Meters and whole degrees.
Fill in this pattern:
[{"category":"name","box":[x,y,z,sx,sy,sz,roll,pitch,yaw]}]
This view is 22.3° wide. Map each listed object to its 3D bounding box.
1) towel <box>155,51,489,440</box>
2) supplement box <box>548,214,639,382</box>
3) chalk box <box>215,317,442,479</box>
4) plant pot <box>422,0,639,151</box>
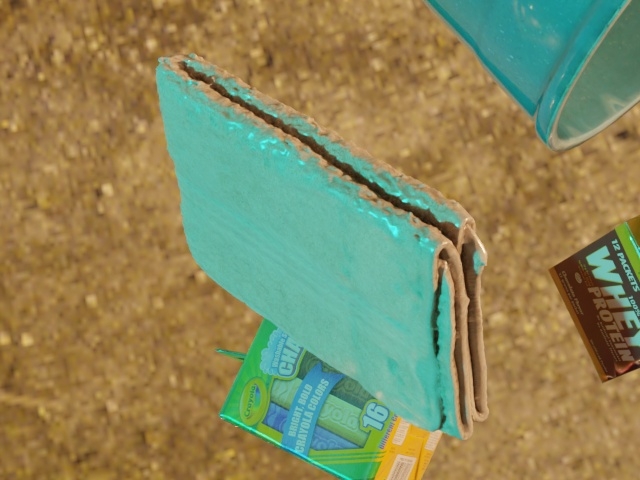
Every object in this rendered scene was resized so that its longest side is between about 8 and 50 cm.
[{"category":"towel","box":[0.000,0.000,1.054,0.049,0.282,0.187,-35,140,-27]},{"category":"supplement box","box":[0.360,0.028,1.564,0.194,0.129,0.191,-22,172,-19]},{"category":"chalk box","box":[0.004,0.137,1.517,0.132,0.213,0.132,-64,155,-1]},{"category":"plant pot","box":[0.104,-0.223,0.725,0.271,0.255,0.272,-43,167,-13]}]
